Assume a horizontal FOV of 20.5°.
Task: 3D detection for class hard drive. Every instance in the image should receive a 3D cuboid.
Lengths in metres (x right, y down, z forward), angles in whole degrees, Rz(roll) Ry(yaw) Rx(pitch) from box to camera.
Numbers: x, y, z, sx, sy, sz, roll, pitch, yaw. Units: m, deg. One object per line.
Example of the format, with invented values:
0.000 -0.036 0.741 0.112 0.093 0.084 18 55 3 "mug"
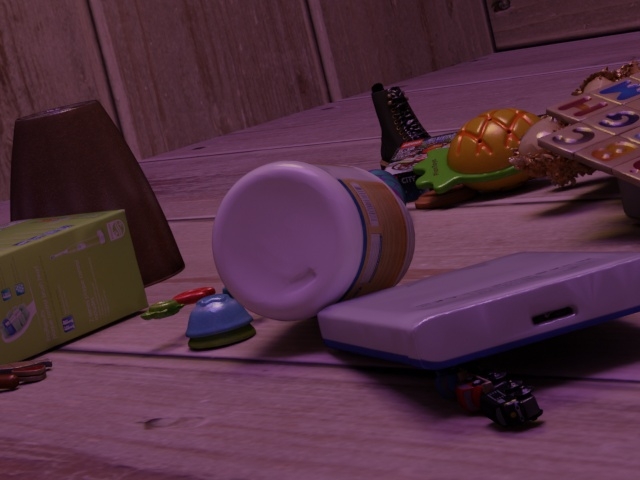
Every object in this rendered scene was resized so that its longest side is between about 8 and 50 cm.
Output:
0.133 0.051 1.423 0.210 0.040 0.319 -15 3 -12 "hard drive"

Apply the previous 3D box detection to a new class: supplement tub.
0.000 0.000 1.657 0.144 0.144 0.200 -10 -3 22 "supplement tub"

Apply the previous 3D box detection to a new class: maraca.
0.206 -0.107 2.228 0.186 0.099 0.127 -18 26 7 "maraca"

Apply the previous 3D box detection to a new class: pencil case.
0.070 -0.050 2.184 0.070 0.064 0.151 12 9 -1 "pencil case"

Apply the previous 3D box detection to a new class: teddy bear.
0.355 -0.132 2.062 0.245 0.113 0.338 -36 -11 16 "teddy bear"

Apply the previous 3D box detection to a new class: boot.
0.128 -0.160 2.553 0.077 0.137 0.198 -17 11 -27 "boot"

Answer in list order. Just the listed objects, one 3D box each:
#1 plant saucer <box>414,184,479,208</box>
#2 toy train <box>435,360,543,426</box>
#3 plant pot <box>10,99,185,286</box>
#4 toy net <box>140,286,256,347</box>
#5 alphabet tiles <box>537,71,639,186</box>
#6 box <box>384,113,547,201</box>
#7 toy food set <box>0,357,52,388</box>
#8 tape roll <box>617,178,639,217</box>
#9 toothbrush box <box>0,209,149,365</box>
0.161 -0.058 2.266 0.083 0.013 0.083 -14 9 2 "plant saucer"
0.115 0.108 1.258 0.036 0.027 0.158 -26 11 -10 "toy train"
-0.302 -0.052 2.217 0.215 0.230 0.215 -14 9 2 "plant pot"
-0.065 0.058 1.794 0.122 0.045 0.232 -7 9 44 "toy net"
0.406 -0.132 1.798 0.343 0.011 0.285 -22 29 -25 "alphabet tiles"
0.209 -0.112 2.373 0.233 0.044 0.159 -11 17 15 "box"
-0.323 0.139 1.743 0.122 0.019 0.078 -7 8 -12 "toy food set"
0.420 -0.085 1.863 0.219 0.072 0.219 -13 8 2 "tape roll"
-0.366 0.063 1.942 0.206 0.122 0.283 -5 11 41 "toothbrush box"
